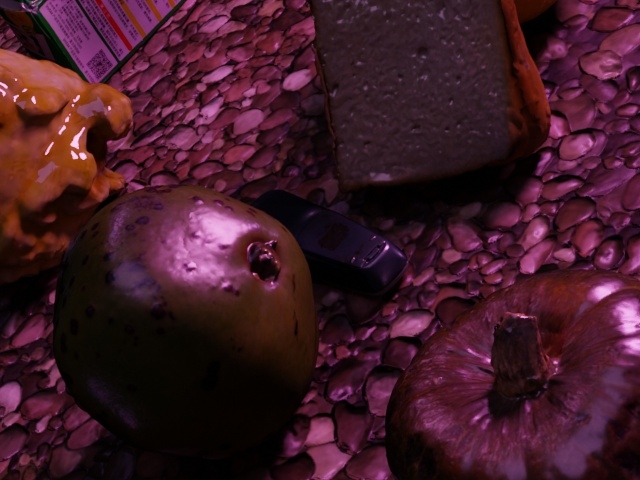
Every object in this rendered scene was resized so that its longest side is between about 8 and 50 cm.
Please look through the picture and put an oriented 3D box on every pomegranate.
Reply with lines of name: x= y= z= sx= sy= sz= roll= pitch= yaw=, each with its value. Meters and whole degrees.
pomegranate: x=-0.129 y=0.083 z=1.240 sx=0.270 sy=0.254 sz=0.254 roll=-44 pitch=33 yaw=28

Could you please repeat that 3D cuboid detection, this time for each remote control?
remote control: x=0.000 y=0.000 z=1.378 sx=0.072 sy=0.042 sz=0.222 roll=-46 pitch=41 yaw=-18

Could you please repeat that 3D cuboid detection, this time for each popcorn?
popcorn: x=-0.348 y=-0.084 z=1.564 sx=0.235 sy=0.241 sz=0.250 roll=-88 pitch=21 yaw=-76

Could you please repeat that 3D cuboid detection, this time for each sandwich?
sandwich: x=0.099 y=-0.187 z=1.354 sx=0.226 sy=0.251 sz=0.087 roll=-9 pitch=9 yaw=30

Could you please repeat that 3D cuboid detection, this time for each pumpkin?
pumpkin: x=0.169 y=0.126 z=1.019 sx=0.260 sy=0.189 sz=0.260 roll=-18 pitch=41 yaw=16

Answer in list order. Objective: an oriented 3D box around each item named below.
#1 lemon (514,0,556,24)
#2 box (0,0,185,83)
lemon: x=0.154 y=-0.332 z=1.468 sx=0.263 sy=0.236 sz=0.236 roll=20 pitch=59 yaw=15
box: x=-0.296 y=-0.334 z=1.819 sx=0.103 sy=0.180 sz=0.250 roll=25 pitch=65 yaw=42
